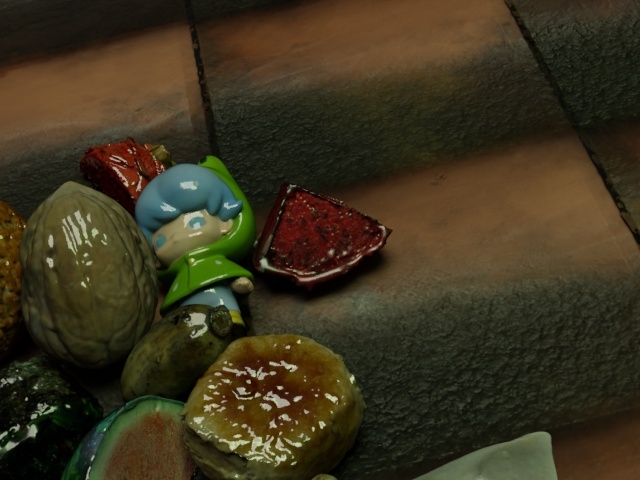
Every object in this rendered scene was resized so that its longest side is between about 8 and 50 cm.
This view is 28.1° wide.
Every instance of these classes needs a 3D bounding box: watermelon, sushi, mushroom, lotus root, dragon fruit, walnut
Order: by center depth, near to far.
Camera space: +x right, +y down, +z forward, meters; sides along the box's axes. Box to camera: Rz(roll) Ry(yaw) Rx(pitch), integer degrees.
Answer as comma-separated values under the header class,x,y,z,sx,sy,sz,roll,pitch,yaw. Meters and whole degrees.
class,x,y,z,sx,sy,sz,roll,pitch,yaw
mushroom,0.109,0.271,1.300,0.270,0.103,0.118,-11,38,8
watermelon,-0.225,0.239,1.374,0.128,0.146,0.231,5,45,18
sushi,-0.350,0.235,1.425,0.225,0.124,0.127,-33,46,-29
lotus root,-0.167,0.134,1.494,0.179,0.081,0.089,-41,50,26
walnut,-0.280,0.043,1.534,0.178,0.230,0.178,-10,4,1
dragon fruit,-0.001,0.002,1.642,0.161,0.120,0.127,20,3,-1
dragon fruit,-0.268,-0.113,1.819,0.106,0.083,0.162,-33,44,-25

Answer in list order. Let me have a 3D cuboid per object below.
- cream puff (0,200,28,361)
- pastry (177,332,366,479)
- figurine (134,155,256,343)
class,x,y,z,sx,sy,sz,roll,pitch,yaw
cream puff,-0.497,0.047,1.600,0.303,0.212,0.303,-5,38,4
pastry,-0.051,0.194,1.417,0.182,0.093,0.192,24,50,21
figurine,-0.154,0.017,1.613,0.162,0.143,0.263,-30,57,21
